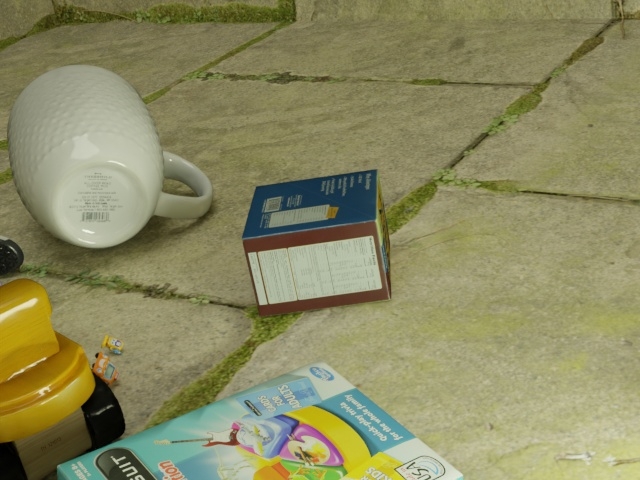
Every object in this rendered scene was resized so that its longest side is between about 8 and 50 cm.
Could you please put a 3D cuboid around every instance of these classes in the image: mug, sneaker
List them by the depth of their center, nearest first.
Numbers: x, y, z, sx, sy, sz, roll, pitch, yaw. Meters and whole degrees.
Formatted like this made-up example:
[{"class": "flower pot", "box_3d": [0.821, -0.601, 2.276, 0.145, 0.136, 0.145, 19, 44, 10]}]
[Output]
[{"class": "sneaker", "box_3d": [-0.629, 0.011, 1.944, 0.234, 0.084, 0.097, -1, 26, 20]}, {"class": "mug", "box_3d": [-0.374, -0.126, 1.965, 0.374, 0.276, 0.328, 13, 23, -25]}]

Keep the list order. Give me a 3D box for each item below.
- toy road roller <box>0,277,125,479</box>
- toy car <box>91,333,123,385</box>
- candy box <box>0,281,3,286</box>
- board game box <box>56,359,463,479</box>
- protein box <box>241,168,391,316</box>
[{"class": "toy road roller", "box_3d": [-0.415, 0.161, 1.363, 0.202, 0.241, 0.329, -29, 31, -34]}, {"class": "toy car", "box_3d": [-0.298, 0.164, 1.532, 0.040, 0.060, 0.122, 21, 34, -6]}, {"class": "candy box", "box_3d": [-0.511, 0.097, 1.392, 0.196, 0.070, 0.165, -32, -6, -10]}, {"class": "board game box", "box_3d": [-0.062, 0.265, 1.113, 0.336, 0.079, 0.253, -18, 33, -31]}, {"class": "protein box", "box_3d": [0.000, 0.000, 1.655, 0.201, 0.136, 0.200, -8, 25, 7]}]
